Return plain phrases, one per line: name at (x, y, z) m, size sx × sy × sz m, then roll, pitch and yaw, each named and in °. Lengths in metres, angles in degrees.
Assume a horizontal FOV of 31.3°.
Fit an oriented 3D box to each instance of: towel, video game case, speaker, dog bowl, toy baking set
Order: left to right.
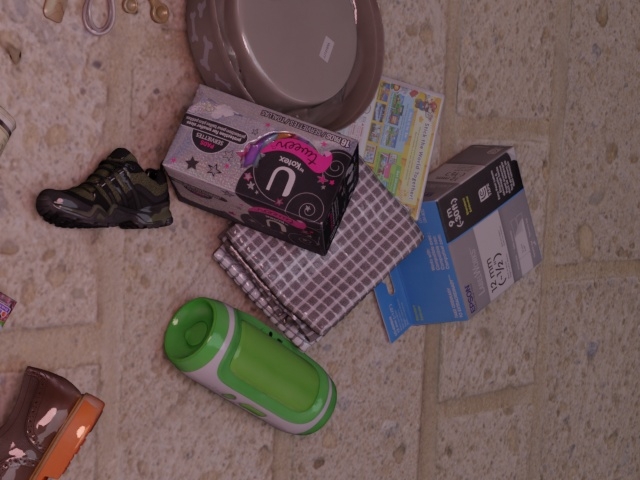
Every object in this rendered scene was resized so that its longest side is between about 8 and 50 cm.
toy baking set at (-0.280, -0.394, 1.604) m, size 0.256 × 0.030 × 0.197 m, roll -20°, pitch 109°, yaw -40°
speaker at (-0.105, 0.200, 1.789) m, size 0.296 × 0.131 × 0.131 m, roll 38°, pitch 71°, yaw -39°
dog bowl at (-0.055, -0.324, 1.738) m, size 0.348 × 0.102 × 0.349 m, roll 6°, pitch 81°, yaw -43°
towel at (0.000, 0.000, 1.802) m, size 0.283 × 0.121 × 0.235 m, roll -44°, pitch 98°, yaw -24°
video game case at (0.094, -0.165, 1.938) m, size 0.206 × 0.026 × 0.227 m, roll 14°, pitch 86°, yaw -20°

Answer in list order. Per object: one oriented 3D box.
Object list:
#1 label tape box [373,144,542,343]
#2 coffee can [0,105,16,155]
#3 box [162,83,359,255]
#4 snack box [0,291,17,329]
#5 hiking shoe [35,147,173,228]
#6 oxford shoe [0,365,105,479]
label tape box at (0.242, 0.007, 2.093) m, size 0.347 × 0.115 × 0.249 m, roll -35°, pitch 118°, yaw -36°
coffee can at (-0.504, -0.056, 1.329) m, size 0.201 × 0.201 × 0.275 m, roll 33°, pitch 73°, yaw -41°
box at (-0.082, -0.098, 1.653) m, size 0.163 × 0.247 × 0.142 m, roll 82°, pitch 29°, yaw -73°
snack box at (-0.479, 0.087, 1.484) m, size 0.141 × 0.037 × 0.100 m, roll 40°, pitch 70°, yaw -39°
hiking shoe at (-0.304, -0.074, 1.605) m, size 0.226 × 0.086 × 0.114 m, roll 2°, pitch 86°, yaw -52°
oxford shoe at (-0.442, 0.337, 1.525) m, size 0.132 × 0.130 × 0.364 m, roll 35°, pitch 77°, yaw -6°
